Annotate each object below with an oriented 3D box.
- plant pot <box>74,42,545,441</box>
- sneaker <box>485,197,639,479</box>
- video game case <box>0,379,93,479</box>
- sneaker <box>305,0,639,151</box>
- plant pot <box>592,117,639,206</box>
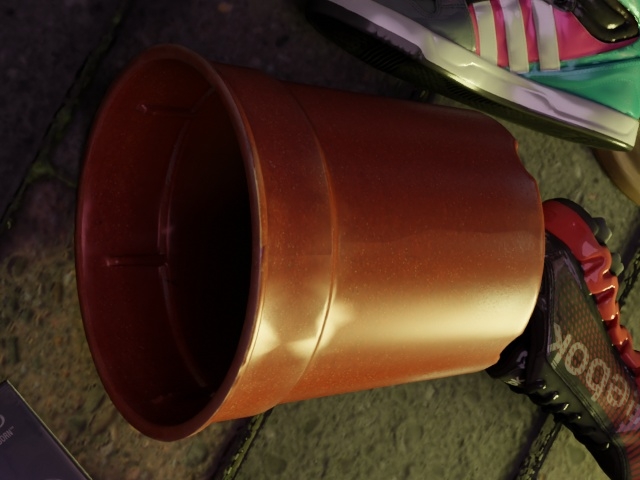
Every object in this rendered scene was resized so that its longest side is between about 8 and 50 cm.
[{"bbox_3d":[0.000,0.000,1.347,0.265,0.272,0.272,-1,96,-32],"label":"plant pot"},{"bbox_3d":[0.205,0.110,1.530,0.135,0.097,0.276,-30,105,-19],"label":"sneaker"},{"bbox_3d":[-0.212,0.264,1.329,0.196,0.026,0.274,-39,83,-17],"label":"video game case"},{"bbox_3d":[0.143,-0.196,1.451,0.295,0.124,0.178,19,86,-24],"label":"sneaker"},{"bbox_3d":[0.346,-0.129,1.561,0.237,0.109,0.237,-3,96,-25],"label":"plant pot"}]
